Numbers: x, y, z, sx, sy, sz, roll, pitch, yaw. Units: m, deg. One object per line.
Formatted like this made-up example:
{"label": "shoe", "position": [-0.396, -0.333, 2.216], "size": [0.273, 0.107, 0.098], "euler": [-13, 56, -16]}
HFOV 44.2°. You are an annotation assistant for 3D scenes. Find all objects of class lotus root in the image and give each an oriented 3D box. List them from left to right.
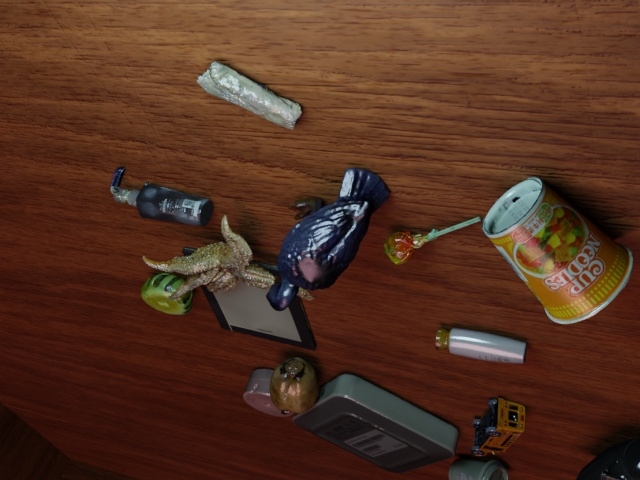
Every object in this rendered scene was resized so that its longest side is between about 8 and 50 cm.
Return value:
{"label": "lotus root", "position": [-0.068, 0.384, 2.038], "size": [0.125, 0.118, 0.221], "euler": [23, 142, 16]}

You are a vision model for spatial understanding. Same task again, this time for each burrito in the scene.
{"label": "burrito", "position": [-0.107, -0.225, 1.229], "size": [0.171, 0.042, 0.051], "euler": [28, 138, -11]}

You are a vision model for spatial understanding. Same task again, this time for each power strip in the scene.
{"label": "power strip", "position": [-0.132, 0.422, 2.181], "size": [0.154, 0.078, 0.154], "euler": [13, 147, 9]}

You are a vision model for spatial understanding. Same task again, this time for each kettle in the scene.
{"label": "kettle", "position": [0.706, 0.539, 1.720], "size": [0.250, 0.207, 0.271], "euler": [22, 141, 15]}

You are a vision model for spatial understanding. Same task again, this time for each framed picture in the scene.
{"label": "framed picture", "position": [-0.159, 0.142, 1.837], "size": [0.264, 0.016, 0.347], "euler": [10, 145, 20]}

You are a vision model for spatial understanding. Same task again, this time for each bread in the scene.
{"label": "bread", "position": [-0.362, 0.125, 1.887], "size": [0.130, 0.071, 0.139], "euler": [28, 150, -3]}

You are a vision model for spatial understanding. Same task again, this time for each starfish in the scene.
{"label": "starfish", "position": [-0.207, 0.067, 1.665], "size": [0.293, 0.084, 0.301], "euler": [-16, 144, 33]}

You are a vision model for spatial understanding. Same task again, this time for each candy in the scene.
{"label": "candy", "position": [0.193, -0.007, 1.365], "size": [0.201, 0.060, 0.060], "euler": [-22, 128, 38]}

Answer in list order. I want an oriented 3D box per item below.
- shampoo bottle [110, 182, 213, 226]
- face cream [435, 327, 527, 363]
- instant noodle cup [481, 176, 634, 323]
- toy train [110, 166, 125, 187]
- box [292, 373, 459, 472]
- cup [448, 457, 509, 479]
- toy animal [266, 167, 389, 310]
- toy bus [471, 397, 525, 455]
{"label": "shampoo bottle", "position": [-0.319, -0.075, 1.572], "size": [0.207, 0.057, 0.063], "euler": [11, 147, 17]}
{"label": "face cream", "position": [0.325, 0.214, 1.604], "size": [0.182, 0.051, 0.072], "euler": [7, 146, 23]}
{"label": "instant noodle cup", "position": [0.349, 0.006, 1.198], "size": [0.185, 0.168, 0.168], "euler": [43, 144, -15]}
{"label": "toy train", "position": [-0.409, -0.127, 1.590], "size": [0.017, 0.017, 0.083], "euler": [34, 147, -5]}
{"label": "box", "position": [0.138, 0.509, 2.131], "size": [0.373, 0.090, 0.367], "euler": [28, 148, -10]}
{"label": "cup", "position": [0.427, 0.643, 2.142], "size": [0.141, 0.120, 0.120], "euler": [7, 148, 50]}
{"label": "toy animal", "position": [0.000, 0.000, 1.367], "size": [0.122, 0.185, 0.298], "euler": [39, 127, -17]}
{"label": "toy bus", "position": [0.418, 0.449, 1.867], "size": [0.088, 0.083, 0.194], "euler": [12, 146, 0]}
